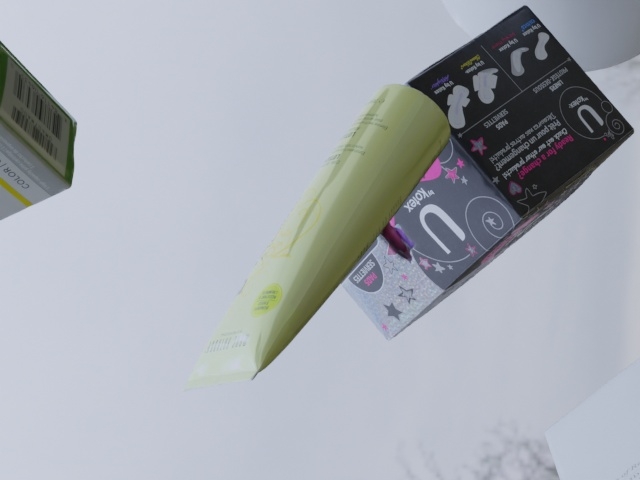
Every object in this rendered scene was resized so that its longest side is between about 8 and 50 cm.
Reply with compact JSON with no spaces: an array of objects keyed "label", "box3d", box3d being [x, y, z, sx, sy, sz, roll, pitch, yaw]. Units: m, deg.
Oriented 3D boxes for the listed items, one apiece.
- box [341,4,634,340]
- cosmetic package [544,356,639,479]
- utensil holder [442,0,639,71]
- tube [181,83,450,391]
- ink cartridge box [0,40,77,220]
[{"label":"box","box3d":[0.112,-0.047,1.132,0.163,0.142,0.247,-36,-9,-34]},{"label":"cosmetic package","box3d":[0.370,0.298,1.307,0.230,0.161,0.453,50,-170,-7]},{"label":"utensil holder","box3d":[0.251,-0.377,1.321,0.385,0.328,0.327,74,-155,-70]},{"label":"tube","box3d":[0.000,0.000,0.855,0.240,0.062,0.070,-54,-22,-26]},{"label":"ink cartridge box","box3d":[-0.260,-0.045,0.797,0.109,0.209,0.062,50,-154,-42]}]
